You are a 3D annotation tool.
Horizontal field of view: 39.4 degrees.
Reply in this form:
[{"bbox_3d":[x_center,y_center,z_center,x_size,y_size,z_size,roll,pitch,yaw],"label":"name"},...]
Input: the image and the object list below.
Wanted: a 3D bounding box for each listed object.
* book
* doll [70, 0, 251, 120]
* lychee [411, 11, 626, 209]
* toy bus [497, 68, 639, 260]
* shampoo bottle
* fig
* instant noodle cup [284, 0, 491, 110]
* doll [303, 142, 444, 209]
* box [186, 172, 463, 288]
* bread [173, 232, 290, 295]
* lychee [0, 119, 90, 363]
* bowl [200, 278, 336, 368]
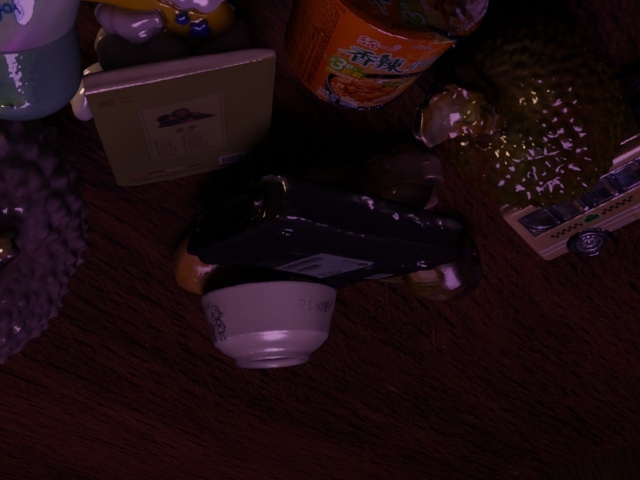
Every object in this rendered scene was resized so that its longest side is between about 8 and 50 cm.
[{"bbox_3d":[-0.182,-0.161,1.230,0.239,0.035,0.352,-11,166,-8],"label":"book"},{"bbox_3d":[-0.213,-0.255,1.137,0.252,0.111,0.237,-8,146,-6],"label":"doll"},{"bbox_3d":[0.277,-0.175,1.222,0.269,0.270,0.320,-24,146,21],"label":"lychee"},{"bbox_3d":[0.461,-0.128,1.406,0.365,0.177,0.202,-31,134,30],"label":"toy bus"},{"bbox_3d":[-0.348,-0.289,0.975,0.221,0.151,0.350,4,134,-1],"label":"shampoo bottle"},{"bbox_3d":[0.171,0.050,1.647,0.245,0.149,0.149,-10,147,24],"label":"fig"},{"bbox_3d":[0.063,-0.277,1.085,0.230,0.230,0.182,6,151,-20],"label":"instant noodle cup"},{"bbox_3d":[0.062,-0.081,1.443,0.278,0.119,0.154,-10,159,12],"label":"doll"},{"bbox_3d":[0.000,0.000,1.403,0.350,0.091,0.359,13,164,-28],"label":"box"},{"bbox_3d":[-0.153,0.051,1.596,0.217,0.098,0.147,5,147,-16],"label":"bread"},{"bbox_3d":[-0.493,-0.015,1.162,0.380,0.380,0.432,26,175,-39],"label":"lychee"},{"bbox_3d":[-0.086,0.150,1.545,0.237,0.126,0.238,-4,164,-1],"label":"bowl"}]
